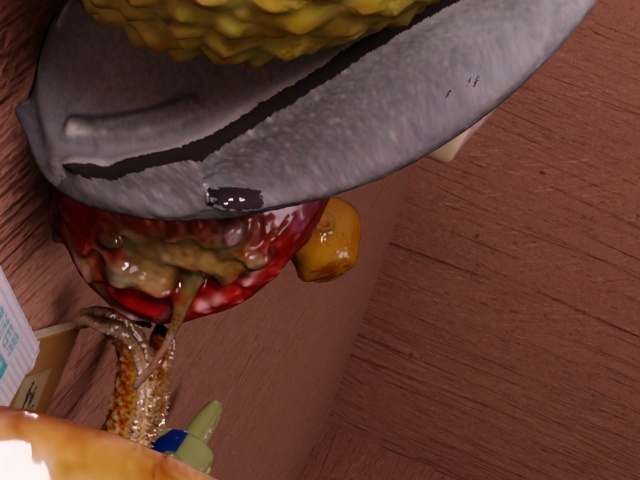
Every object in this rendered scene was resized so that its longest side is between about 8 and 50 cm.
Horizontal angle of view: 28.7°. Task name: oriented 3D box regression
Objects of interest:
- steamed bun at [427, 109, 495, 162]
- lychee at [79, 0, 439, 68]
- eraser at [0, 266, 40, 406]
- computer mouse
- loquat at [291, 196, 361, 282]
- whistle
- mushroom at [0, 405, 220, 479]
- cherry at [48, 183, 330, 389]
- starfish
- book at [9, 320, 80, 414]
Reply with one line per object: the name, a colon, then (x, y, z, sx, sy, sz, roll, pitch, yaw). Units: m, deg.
steamed bun: (0.122, -0.210, 1.550, 0.170, 0.225, 0.200, -37, 150, -74)
lychee: (-0.009, -0.212, 0.491, 0.270, 0.270, 0.320, -63, -167, -27)
eraser: (-0.212, 0.050, 0.680, 0.225, 0.052, 0.095, 95, 20, -66)
computer mouse: (0.007, -0.124, 0.676, 0.114, 0.374, 0.203, 34, 41, -54)
loquat: (0.000, 0.000, 1.787, 0.137, 0.113, 0.137, -175, -90, -80)
whistle: (-0.173, 0.268, 1.429, 0.105, 0.085, 0.227, 105, 12, -45)
mushroom: (-0.144, 0.303, 0.622, 0.314, 0.224, 0.397, 40, 48, -47)
cherry: (-0.079, -0.050, 0.855, 0.192, 0.175, 0.249, -62, 179, 38)
starfish: (-0.185, 0.192, 0.988, 0.312, 0.113, 0.303, -95, -151, -75)
book: (-0.235, 0.146, 0.941, 0.118, 0.012, 0.172, -14, 127, -81)
